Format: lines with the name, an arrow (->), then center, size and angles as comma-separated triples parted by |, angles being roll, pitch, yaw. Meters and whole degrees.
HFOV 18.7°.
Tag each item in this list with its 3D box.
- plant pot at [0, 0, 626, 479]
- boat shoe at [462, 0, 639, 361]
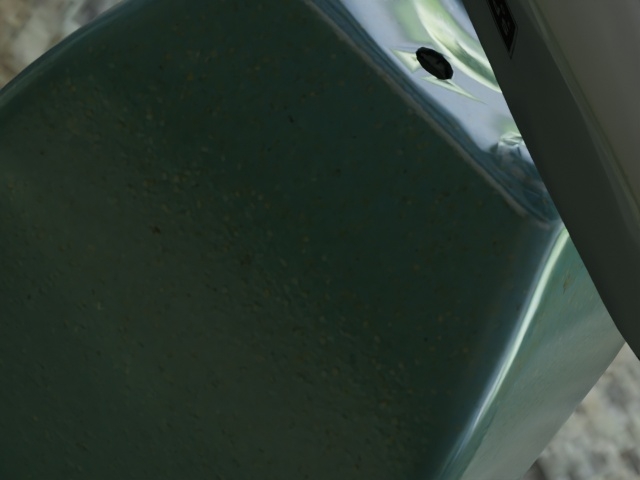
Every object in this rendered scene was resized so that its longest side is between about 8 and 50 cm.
plant pot -> 0.000, 0.000, 0.767 | 0.248, 0.252, 0.247 | 45, -142, 9
boat shoe -> 0.055, -0.090, 0.371 | 0.076, 0.080, 0.228 | -20, -105, -5
